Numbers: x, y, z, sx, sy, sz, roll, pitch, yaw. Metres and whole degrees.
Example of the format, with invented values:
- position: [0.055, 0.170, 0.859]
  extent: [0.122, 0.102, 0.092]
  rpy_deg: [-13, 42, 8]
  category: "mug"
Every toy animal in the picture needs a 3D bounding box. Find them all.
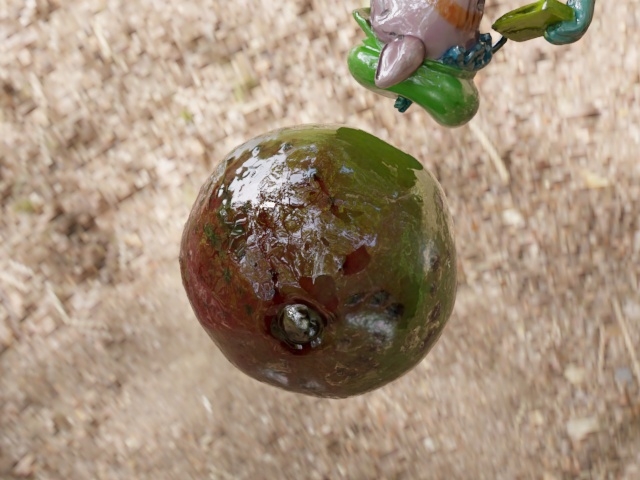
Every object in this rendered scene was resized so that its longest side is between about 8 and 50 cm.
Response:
- position: [0.095, -0.148, 0.831]
  extent: [0.103, 0.100, 0.208]
  rpy_deg: [30, 87, 14]
  category: "toy animal"

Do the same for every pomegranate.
- position: [-0.005, -0.004, 0.833]
  extent: [0.129, 0.129, 0.159]
  rpy_deg: [-25, 44, -1]
  category: "pomegranate"
